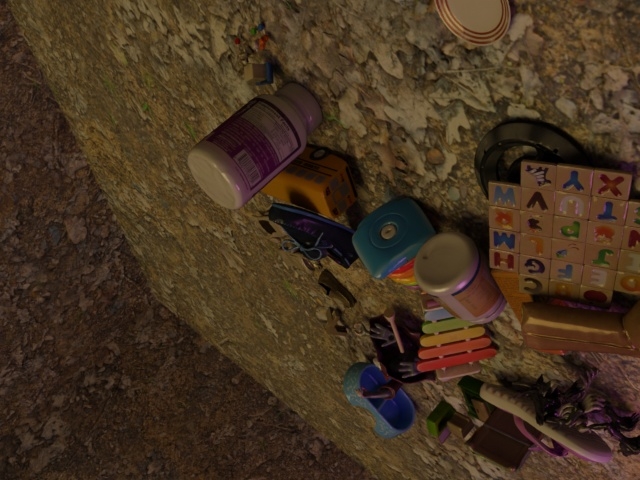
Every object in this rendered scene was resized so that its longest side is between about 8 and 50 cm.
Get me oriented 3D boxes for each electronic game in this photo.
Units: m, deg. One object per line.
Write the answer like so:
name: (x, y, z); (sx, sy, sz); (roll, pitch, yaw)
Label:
electronic game: (0.376, -0.109, 1.240); (0.229, 0.048, 0.229); (29, 144, 24)

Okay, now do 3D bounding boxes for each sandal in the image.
sandal: (0.536, 0.459, 1.699); (0.169, 0.102, 0.416); (15, -176, -21)

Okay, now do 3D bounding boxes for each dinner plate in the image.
dinner plate: (0.238, -0.369, 1.095); (0.141, 0.017, 0.141); (36, 154, 21)

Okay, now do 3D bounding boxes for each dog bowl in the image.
dog bowl: (0.208, 0.541, 2.400); (0.297, 0.166, 0.074); (49, 145, -7)

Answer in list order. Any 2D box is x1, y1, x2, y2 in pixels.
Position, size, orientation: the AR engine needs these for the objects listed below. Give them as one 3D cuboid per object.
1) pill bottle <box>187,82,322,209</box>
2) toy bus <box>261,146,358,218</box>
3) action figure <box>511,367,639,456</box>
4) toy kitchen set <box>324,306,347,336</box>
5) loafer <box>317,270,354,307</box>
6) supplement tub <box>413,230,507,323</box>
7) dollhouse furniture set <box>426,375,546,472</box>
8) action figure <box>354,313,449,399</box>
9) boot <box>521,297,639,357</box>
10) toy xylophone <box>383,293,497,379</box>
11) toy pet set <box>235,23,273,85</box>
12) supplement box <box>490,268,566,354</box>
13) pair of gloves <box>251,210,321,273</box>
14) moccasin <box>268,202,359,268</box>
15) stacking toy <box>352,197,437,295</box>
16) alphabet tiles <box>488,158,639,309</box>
pill bottle: (-0.138, -0.222, 1.579); (0.169, 0.301, 0.169); (35, 153, 21)
toy bus: (-0.056, -0.164, 1.747); (0.332, 0.130, 0.108); (22, 147, 42)
action figure: (0.563, 0.352, 1.519); (0.275, 0.164, 0.141); (25, 120, 0)
toy kitchen set: (0.060, 0.266, 2.365); (0.068, 0.075, 0.083); (-107, 36, -50)
loafer: (0.045, 0.161, 2.189); (0.148, 0.050, 0.056); (46, 156, 0)
supplement tub: (0.303, 0.084, 1.493); (0.144, 0.144, 0.199); (19, 166, 45)
dollhouse furniture set: (0.469, 0.528, 1.902); (0.301, 0.197, 0.151); (19, 143, 46)
action figure: (0.232, 0.340, 2.093); (0.275, 0.248, 0.370); (-4, 158, 4)
boot: (0.503, 0.145, 1.292); (0.269, 0.089, 0.236); (5, 138, 31)
toy xylophone: (0.295, 0.230, 1.738); (0.081, 0.236, 0.323); (-97, -17, -45)
toy pet set: (-0.134, -0.417, 1.594); (0.122, 0.065, 0.114); (-3, 93, 56)
supplement box: (0.448, 0.128, 1.460); (0.233, 0.078, 0.080); (54, 154, -20)
pair of gloves: (-0.107, 0.011, 2.212); (0.204, 0.042, 0.240); (12, 140, 51)
moccasin: (0.000, 0.000, 1.747); (0.342, 0.117, 0.137); (22, -178, -43)
stacking toy: (0.222, 0.053, 1.654); (0.302, 0.175, 0.166); (45, -168, -45)
alphabet tiles: (0.439, -0.002, 1.239); (0.285, 0.011, 0.342); (11, 141, 24)
